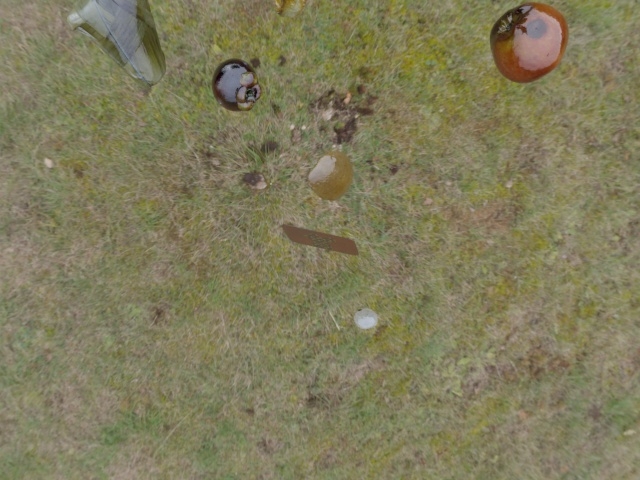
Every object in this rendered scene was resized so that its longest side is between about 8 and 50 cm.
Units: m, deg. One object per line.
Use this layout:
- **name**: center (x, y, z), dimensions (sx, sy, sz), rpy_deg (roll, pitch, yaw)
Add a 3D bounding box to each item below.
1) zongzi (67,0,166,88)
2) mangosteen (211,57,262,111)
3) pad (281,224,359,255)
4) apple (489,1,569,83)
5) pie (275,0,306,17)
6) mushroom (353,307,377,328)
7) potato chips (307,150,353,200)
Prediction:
- **zongzi**: center (-0.384, -0.470, 1.017), dimensions (0.242, 0.112, 0.221), rpy_deg (-20, 135, 27)
- **mangosteen**: center (-0.201, -0.376, 1.154), dimensions (0.140, 0.140, 0.140), rpy_deg (-1, 97, -6)
- **pad**: center (0.000, 0.000, 1.639), dimensions (0.267, 0.181, 0.004), rpy_deg (13, 72, 15)
- **apple**: center (0.635, -0.613, 1.449), dimensions (0.230, 0.230, 0.229), rpy_deg (-1, 97, -6)
- **pie**: center (-0.054, -0.757, 1.248), dimensions (0.092, 0.315, 0.315), rpy_deg (6, 96, -17)
- **mushroom**: center (0.156, 0.283, 1.647), dimensions (0.085, 0.085, 0.079), rpy_deg (8, 137, -7)
- **potato chips**: center (0.045, -0.188, 1.401), dimensions (0.049, 0.202, 0.150), rpy_deg (38, 92, 29)
